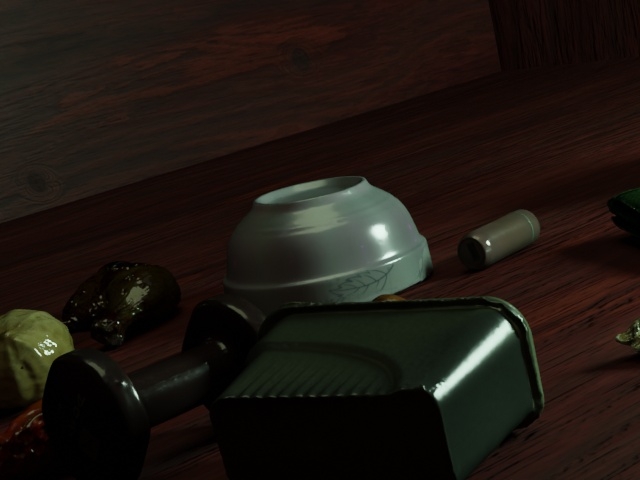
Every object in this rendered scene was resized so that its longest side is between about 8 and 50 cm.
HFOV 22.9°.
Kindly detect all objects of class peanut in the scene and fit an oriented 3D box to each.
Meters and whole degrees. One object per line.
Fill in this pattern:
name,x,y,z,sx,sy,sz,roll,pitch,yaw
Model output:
peanut,-0.360,0.140,1.868,0.140,0.109,0.159,-48,13,-22

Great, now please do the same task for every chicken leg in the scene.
chicken leg,-0.285,0.086,2.214,0.177,0.083,0.322,-26,13,-23

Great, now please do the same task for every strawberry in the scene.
strawberry,-0.268,0.195,1.595,0.121,0.082,0.188,-29,6,40

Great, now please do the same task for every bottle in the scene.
bottle,0.240,-0.002,2.115,0.053,0.053,0.140,-3,14,41

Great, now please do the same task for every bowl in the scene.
bowl,0.000,0.000,2.136,0.286,0.144,0.287,-11,10,2

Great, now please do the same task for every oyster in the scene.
oyster,0.340,0.102,1.532,0.080,0.038,0.083,-26,40,-18

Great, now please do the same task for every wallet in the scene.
wallet,0.475,-0.027,1.984,0.160,0.055,0.236,-11,16,-9

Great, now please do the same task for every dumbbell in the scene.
dumbbell,-0.149,0.144,1.528,0.225,0.140,0.124,-22,50,-41

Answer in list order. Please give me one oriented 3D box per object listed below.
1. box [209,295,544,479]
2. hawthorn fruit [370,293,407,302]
box,0.036,0.138,1.378,0.274,0.138,0.178,-6,16,30
hawthorn fruit,0.096,0.094,1.752,0.103,0.067,0.067,6,16,23
